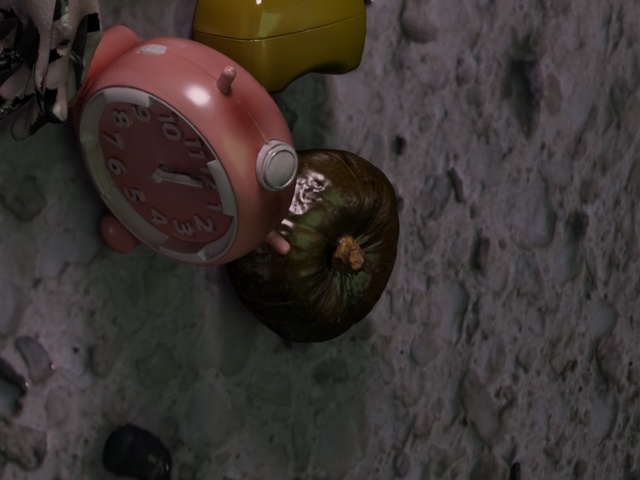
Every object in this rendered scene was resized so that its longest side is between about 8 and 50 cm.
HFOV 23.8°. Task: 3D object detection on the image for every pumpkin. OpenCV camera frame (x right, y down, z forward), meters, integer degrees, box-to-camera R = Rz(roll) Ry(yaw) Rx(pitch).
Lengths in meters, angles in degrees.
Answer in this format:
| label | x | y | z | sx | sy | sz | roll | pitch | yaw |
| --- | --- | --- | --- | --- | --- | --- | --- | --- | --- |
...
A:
| label | x | y | z | sx | sy | sz | roll | pitch | yaw |
| --- | --- | --- | --- | --- | --- | --- | --- | --- | --- |
| pumpkin | 0.000 | 0.000 | 1.649 | 0.219 | 0.162 | 0.219 | -15 | 114 | -38 |

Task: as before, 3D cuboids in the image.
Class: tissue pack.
| label | x | y | z | sx | sy | sz | roll | pitch | yaw |
| --- | --- | --- | --- | --- | --- | --- | --- | --- | --- |
| tissue pack | -0.042 | -0.227 | 1.566 | 0.178 | 0.123 | 0.127 | -22 | 120 | -39 |

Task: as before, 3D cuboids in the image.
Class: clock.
| label | x | y | z | sx | sy | sz | roll | pitch | yaw |
| --- | --- | --- | --- | --- | --- | --- | --- | --- | --- |
| clock | -0.115 | -0.091 | 1.448 | 0.142 | 0.241 | 0.227 | -40 | 126 | -35 |

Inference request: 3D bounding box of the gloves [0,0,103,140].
| label | x | y | z | sx | sy | sz | roll | pitch | yaw |
| --- | --- | --- | --- | --- | --- | --- | --- | --- | --- |
| gloves | -0.250 | -0.189 | 1.364 | 0.111 | 0.127 | 0.212 | -40 | 149 | -47 |
